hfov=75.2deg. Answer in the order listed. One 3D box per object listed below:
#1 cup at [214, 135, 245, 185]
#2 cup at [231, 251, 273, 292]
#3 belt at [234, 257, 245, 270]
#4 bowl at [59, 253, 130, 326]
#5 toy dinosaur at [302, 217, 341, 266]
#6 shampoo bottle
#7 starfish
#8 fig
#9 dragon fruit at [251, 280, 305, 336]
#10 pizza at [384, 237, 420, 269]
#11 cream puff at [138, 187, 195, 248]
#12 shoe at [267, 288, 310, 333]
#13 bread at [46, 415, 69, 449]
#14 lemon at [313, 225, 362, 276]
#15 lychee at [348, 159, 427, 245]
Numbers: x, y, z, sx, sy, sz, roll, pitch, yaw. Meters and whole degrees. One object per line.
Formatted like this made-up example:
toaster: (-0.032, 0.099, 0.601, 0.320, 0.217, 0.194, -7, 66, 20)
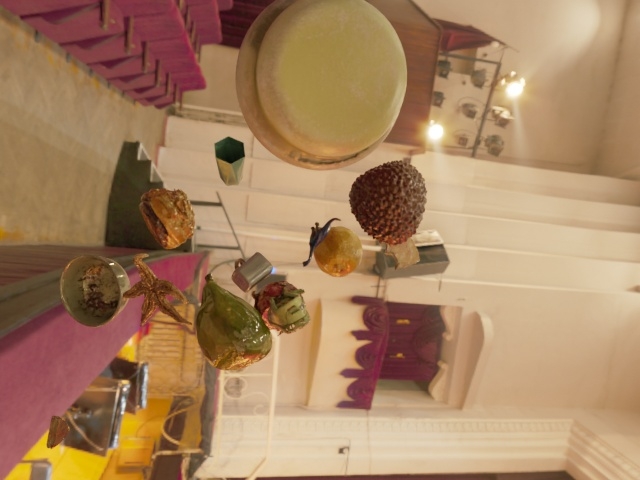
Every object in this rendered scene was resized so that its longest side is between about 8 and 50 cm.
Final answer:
cup: (-0.417, -0.360, 1.939, 0.134, 0.148, 0.236, 54, -19, 12)
cup: (-0.262, 0.126, 1.569, 0.129, 0.095, 0.128, -40, 172, -40)
belt: (-0.422, 0.135, 2.181, 0.036, 0.059, 0.083, -12, -92, 57)
bowl: (-0.876, 0.189, 1.672, 0.146, 0.289, 0.289, -23, 120, -74)
toy dinosaur: (0.000, 0.000, 1.984, 0.247, 0.075, 0.188, -32, -139, 31)
shampoo bottle: (-0.004, -0.302, 0.815, 0.317, 0.322, 0.322, -139, -125, -72)
starfish: (-0.579, 0.196, 1.448, 0.302, 0.299, 0.060, -30, -174, 34)
fig: (-0.310, 0.288, 1.375, 0.314, 0.233, 0.233, 37, -49, 31)
dragon fruit: (-0.180, 0.267, 1.732, 0.282, 0.211, 0.147, 100, -29, -45)
pizza: (0.327, 0.045, 1.691, 0.034, 0.181, 0.262, -41, -174, 38)
cream puff: (-0.423, -0.071, 1.169, 0.189, 0.129, 0.189, 39, -32, 30)
shoe: (-0.110, 0.243, 1.469, 0.262, 0.140, 0.128, -163, -118, -69)
bread: (-0.906, 0.660, 1.441, 0.062, 0.043, 0.109, 28, 71, -67)
lemon: (0.094, 0.059, 2.239, 0.293, 0.293, 0.293, -175, -90, -79)
lychee: (0.220, -0.111, 1.317, 0.271, 0.271, 0.271, -175, -90, -79)
